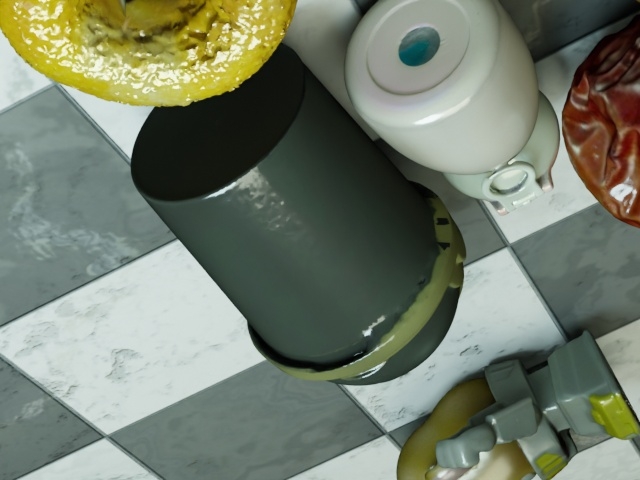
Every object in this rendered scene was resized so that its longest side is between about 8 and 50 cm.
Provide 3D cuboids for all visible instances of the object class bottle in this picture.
[{"bbox_3d":[0.133,-0.114,1.333,0.147,0.147,0.236,-30,146,15],"label":"bottle"}]

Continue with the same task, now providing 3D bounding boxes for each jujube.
[{"bbox_3d":[0.384,-0.127,1.366,0.342,0.216,0.216,-22,145,-20],"label":"jujube"}]

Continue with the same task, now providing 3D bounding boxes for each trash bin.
[{"bbox_3d":[0.000,0.000,1.340,0.214,0.214,0.334,-28,132,13],"label":"trash bin"}]

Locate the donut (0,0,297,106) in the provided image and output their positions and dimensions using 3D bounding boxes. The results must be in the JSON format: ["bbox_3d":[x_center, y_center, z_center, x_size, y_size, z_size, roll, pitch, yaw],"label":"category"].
[{"bbox_3d":[-0.133,-0.207,1.145,0.253,0.118,0.253,0,137,0],"label":"donut"}]

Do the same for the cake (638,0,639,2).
[{"bbox_3d":[0.415,-0.261,1.227,0.293,0.196,0.199,-10,143,-18],"label":"cake"}]

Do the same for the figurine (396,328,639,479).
[{"bbox_3d":[0.220,0.228,1.768,0.285,0.167,0.342,-27,146,7],"label":"figurine"}]
